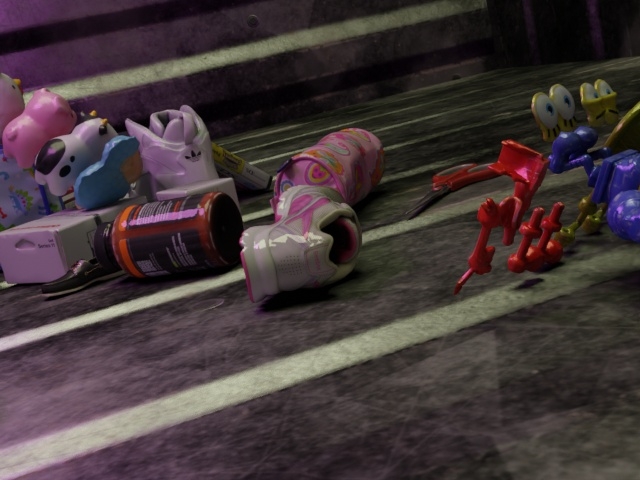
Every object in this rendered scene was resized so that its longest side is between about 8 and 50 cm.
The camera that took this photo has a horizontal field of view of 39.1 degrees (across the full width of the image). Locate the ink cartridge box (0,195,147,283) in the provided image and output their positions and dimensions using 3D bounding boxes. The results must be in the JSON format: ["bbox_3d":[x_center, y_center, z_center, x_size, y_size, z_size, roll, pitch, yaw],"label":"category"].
[{"bbox_3d":[-0.394,-0.002,1.457,0.153,0.087,0.208,-4,14,33],"label":"ink cartridge box"}]

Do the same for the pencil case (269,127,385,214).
[{"bbox_3d":[0.017,-0.100,1.417,0.124,0.124,0.284,-8,14,21],"label":"pencil case"}]

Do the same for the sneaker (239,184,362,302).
[{"bbox_3d":[0.000,0.000,1.049,0.111,0.103,0.252,-4,20,18],"label":"sneaker"}]

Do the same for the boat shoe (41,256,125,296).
[{"bbox_3d":[-0.343,0.046,1.300,0.133,0.042,0.049,-23,18,-36],"label":"boat shoe"}]

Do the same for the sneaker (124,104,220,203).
[{"bbox_3d":[-0.280,-0.127,1.620,0.137,0.210,0.366,-19,14,-29],"label":"sneaker"}]

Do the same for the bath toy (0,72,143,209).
[{"bbox_3d":[-0.456,-0.189,1.509,0.348,0.129,0.151,30,36,23],"label":"bath toy"}]

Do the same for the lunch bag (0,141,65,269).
[{"bbox_3d":[-0.548,-0.068,1.606,0.176,0.219,0.090,-21,15,-39],"label":"lunch bag"}]

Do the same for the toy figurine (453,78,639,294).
[{"bbox_3d":[0.312,-0.016,0.809,0.217,0.191,0.362,32,28,29],"label":"toy figurine"}]

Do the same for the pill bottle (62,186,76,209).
[{"bbox_3d":[-0.562,-0.065,1.842,0.121,0.121,0.221,-10,12,12],"label":"pill bottle"}]

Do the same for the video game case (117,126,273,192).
[{"bbox_3d":[-0.274,-0.158,1.832,0.248,0.035,0.275,28,-19,-38],"label":"video game case"}]

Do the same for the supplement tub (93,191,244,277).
[{"bbox_3d":[-0.212,-0.004,1.241,0.198,0.106,0.106,-7,13,21],"label":"supplement tub"}]

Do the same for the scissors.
[{"bbox_3d":[0.180,-0.078,1.393,0.109,0.021,0.297,2,19,42],"label":"scissors"}]

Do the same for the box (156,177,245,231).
[{"bbox_3d":[-0.179,-0.036,1.361,0.087,0.101,0.102,-20,14,-33],"label":"box"}]
